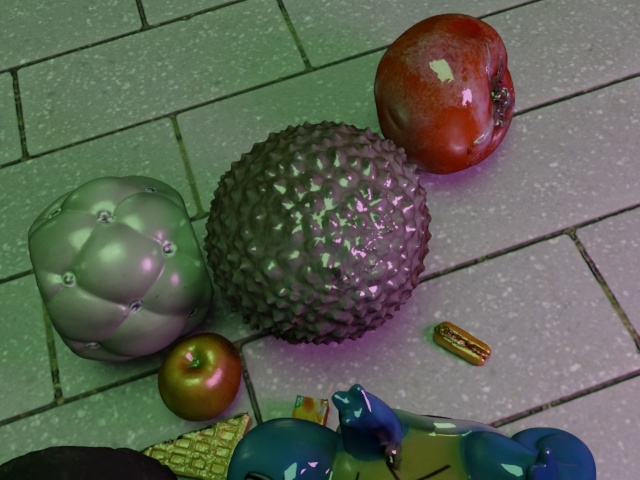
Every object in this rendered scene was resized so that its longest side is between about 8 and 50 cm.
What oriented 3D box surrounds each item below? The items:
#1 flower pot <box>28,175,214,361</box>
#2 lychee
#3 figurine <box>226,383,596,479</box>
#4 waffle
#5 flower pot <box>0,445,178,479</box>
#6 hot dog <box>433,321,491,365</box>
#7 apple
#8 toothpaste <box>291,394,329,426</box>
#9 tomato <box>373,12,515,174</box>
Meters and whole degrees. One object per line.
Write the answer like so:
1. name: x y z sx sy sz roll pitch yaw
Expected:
1. flower pot: -0.252 0.035 0.940 0.195 0.246 0.246 -17 59 -10
2. lychee: 0.001 0.003 0.900 0.300 0.300 0.299 -3 59 5
3. figurine: 0.111 0.266 0.747 0.417 0.297 0.243 -1 20 -5
4. waffle: -0.172 0.254 0.922 0.153 0.023 0.097 7 59 11
5. flower pot: -0.246 0.358 0.712 0.380 0.379 0.251 -14 42 -2
6. hot dog: 0.186 0.133 0.955 0.083 0.021 0.037 27 65 19
7. apple: -0.150 0.173 0.921 0.099 0.102 0.114 36 71 18
8. toothpaste: -0.027 0.279 0.883 0.043 0.037 0.178 9 60 10
9. tomato: 0.173 -0.214 1.056 0.189 0.232 0.231 3 57 33
